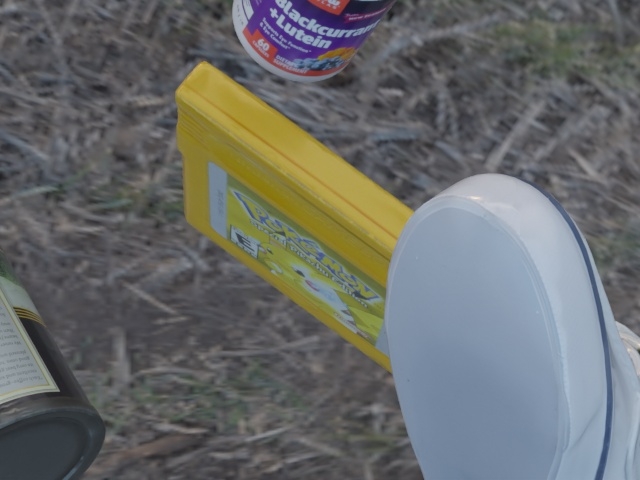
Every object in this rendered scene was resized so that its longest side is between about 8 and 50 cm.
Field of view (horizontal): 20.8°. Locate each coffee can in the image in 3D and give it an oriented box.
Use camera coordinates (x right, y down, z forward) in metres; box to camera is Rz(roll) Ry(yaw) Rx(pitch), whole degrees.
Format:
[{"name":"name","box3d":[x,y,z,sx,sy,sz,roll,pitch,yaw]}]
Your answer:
[{"name":"coffee can","box3d":[-0.359,0.120,1.693,0.201,0.201,0.275,-40,63,11]}]

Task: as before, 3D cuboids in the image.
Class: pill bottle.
[{"name":"pill bottle","box3d":[0.012,-0.209,1.310,0.108,0.193,0.108,9,63,-18]}]

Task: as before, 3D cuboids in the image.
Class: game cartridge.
[{"name":"game cartridge","box3d":[0.000,0.000,1.470,0.285,0.324,0.053,36,77,8]}]

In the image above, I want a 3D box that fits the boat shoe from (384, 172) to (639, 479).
[{"name":"boat shoe","box3d":[0.088,0.068,0.657,0.084,0.258,0.095,-36,50,-27]}]
